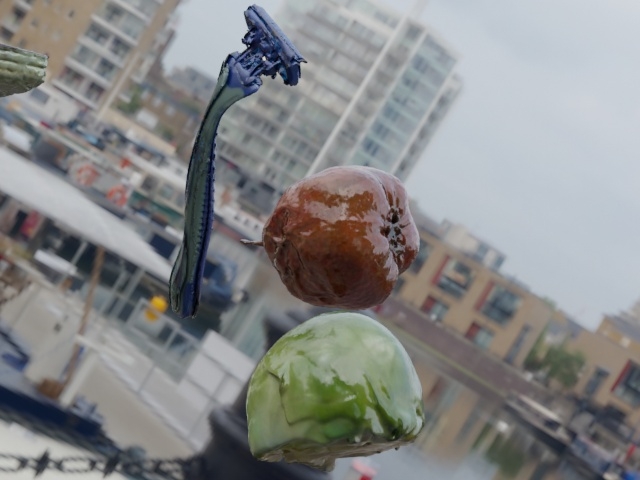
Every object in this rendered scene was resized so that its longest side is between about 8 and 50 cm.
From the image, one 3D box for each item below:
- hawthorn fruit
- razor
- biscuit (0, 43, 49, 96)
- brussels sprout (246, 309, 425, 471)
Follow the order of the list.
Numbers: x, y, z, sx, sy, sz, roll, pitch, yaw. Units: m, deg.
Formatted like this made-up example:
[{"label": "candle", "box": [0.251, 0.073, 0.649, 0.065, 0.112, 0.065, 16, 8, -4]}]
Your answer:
[{"label": "hawthorn fruit", "box": [0.000, 0.000, 1.621, 0.243, 0.207, 0.207, -5, -18, 26]}, {"label": "razor", "box": [-0.100, -0.052, 1.085, 0.056, 0.324, 0.093, -2, 40, -32]}, {"label": "biscuit", "box": [-0.411, -0.192, 1.346, 0.150, 0.052, 0.252, 8, -3, -30]}, {"label": "brussels sprout", "box": [0.010, 0.120, 0.981, 0.149, 0.122, 0.151, 5, -23, -26]}]
